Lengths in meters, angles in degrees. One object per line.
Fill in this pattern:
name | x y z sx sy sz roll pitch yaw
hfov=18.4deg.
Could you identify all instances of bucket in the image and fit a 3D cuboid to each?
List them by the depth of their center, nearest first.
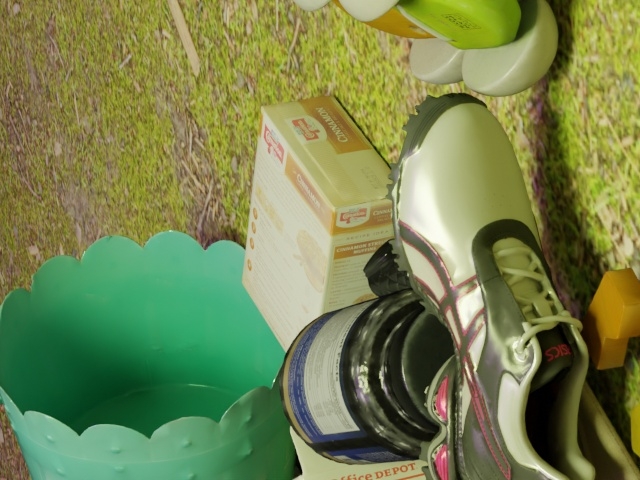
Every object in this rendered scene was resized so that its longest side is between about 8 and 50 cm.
bucket | -0.147 0.140 1.757 0.281 0.281 0.183 -128 26 -47

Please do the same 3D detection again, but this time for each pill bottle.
pill bottle | 0.060 0.099 1.428 0.219 0.123 0.122 159 99 -68

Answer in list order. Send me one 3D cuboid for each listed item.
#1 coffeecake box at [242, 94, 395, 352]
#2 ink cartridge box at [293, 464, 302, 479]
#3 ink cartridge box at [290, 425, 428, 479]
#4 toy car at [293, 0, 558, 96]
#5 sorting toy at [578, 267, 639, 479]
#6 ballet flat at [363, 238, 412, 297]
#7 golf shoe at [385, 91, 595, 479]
coffeecake box | 0.000 0.000 1.598 0.142 0.068 0.185 -124 32 -43
ink cartridge box | -0.052 0.253 1.846 0.180 0.060 0.104 -129 35 -48
ink cartridge box | 0.042 0.232 1.549 0.067 0.115 0.198 138 119 -64
toy car | 0.077 -0.182 1.277 0.136 0.159 0.182 -62 26 -2
sorting toy | 0.188 0.172 1.288 0.307 0.041 0.229 106 149 -48
ballet flat | 0.085 0.015 1.455 0.049 0.057 0.173 39 161 -12
golf shoe | 0.121 0.038 1.256 0.120 0.105 0.272 0 101 56
